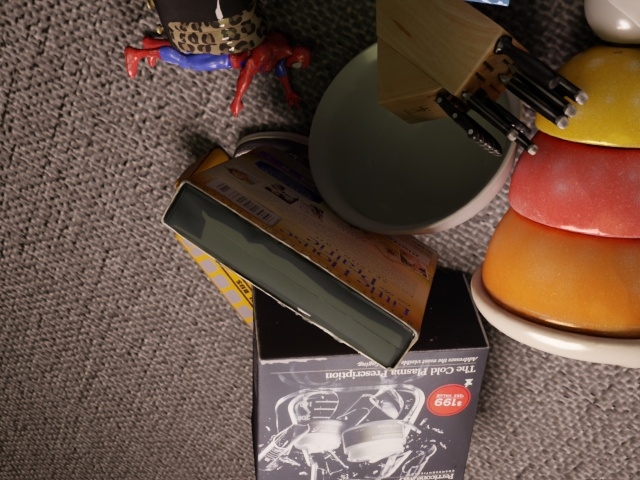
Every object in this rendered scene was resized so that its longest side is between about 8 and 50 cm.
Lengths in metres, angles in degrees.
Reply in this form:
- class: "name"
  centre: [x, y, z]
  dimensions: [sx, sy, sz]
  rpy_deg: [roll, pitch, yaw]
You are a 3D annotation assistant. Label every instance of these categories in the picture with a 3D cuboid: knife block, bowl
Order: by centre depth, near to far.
- class: "knife block"
  centre: [0.190, -0.234, 1.211]
  dimensions: [0.242, 0.276, 0.088]
  rpy_deg: [-9, 164, 31]
- class: "bowl"
  centre: [0.143, -0.125, 1.346]
  dimensions: [0.297, 0.298, 0.134]
  rpy_deg: [-6, 157, 27]

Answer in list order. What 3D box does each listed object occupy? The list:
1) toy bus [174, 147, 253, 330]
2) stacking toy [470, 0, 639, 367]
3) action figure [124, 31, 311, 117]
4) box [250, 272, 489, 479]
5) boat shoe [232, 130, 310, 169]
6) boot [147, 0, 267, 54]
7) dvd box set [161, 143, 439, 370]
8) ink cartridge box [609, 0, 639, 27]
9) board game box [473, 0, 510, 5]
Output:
- class: "toy bus"
  centre: [-0.121, 0.018, 1.644]
  dimensions: [0.130, 0.108, 0.333]
  rpy_deg: [-23, 114, 37]
- class: "stacking toy"
  centre: [0.365, -0.118, 1.238]
  dimensions: [0.350, 0.350, 0.480]
  rpy_deg: [6, 112, 20]
- class: "action figure"
  centre: [-0.136, -0.233, 1.473]
  dimensions: [0.280, 0.091, 0.139]
  rpy_deg: [1, 119, 24]
- class: "box"
  centre: [0.064, 0.229, 1.592]
  dimensions: [0.343, 0.179, 0.313]
  rpy_deg: [-3, 129, -6]
- class: "boat shoe"
  centre: [-0.008, -0.083, 1.525]
  dimensions: [0.285, 0.092, 0.103]
  rpy_deg: [20, 130, 9]
- class: "boot"
  centre: [-0.237, -0.406, 1.340]
  dimensions: [0.377, 0.138, 0.284]
  rpy_deg: [21, 150, 35]
- class: "dvd box set"
  centre: [0.000, 0.000, 1.276]
  dimensions: [0.307, 0.420, 0.062]
  rpy_deg: [32, 104, 2]
- class: "ink cartridge box"
  centre: [0.366, -0.401, 1.020]
  dimensions: [0.207, 0.119, 0.353]
  rpy_deg: [49, 125, 22]
- class: "board game box"
  centre: [0.162, -0.340, 1.178]
  dimensions: [0.160, 0.211, 0.039]
  rpy_deg: [11, 128, 16]
